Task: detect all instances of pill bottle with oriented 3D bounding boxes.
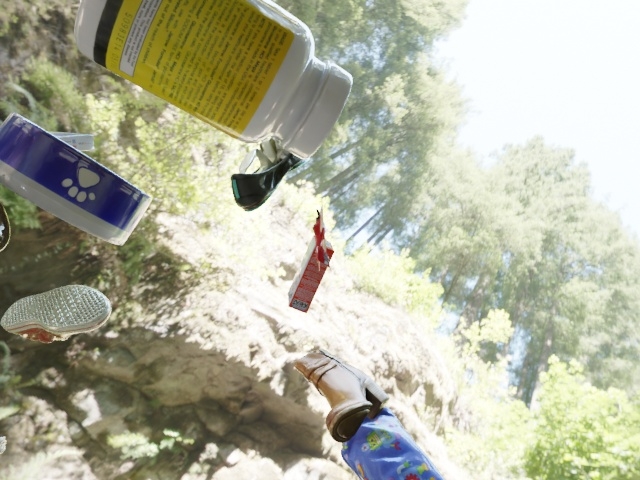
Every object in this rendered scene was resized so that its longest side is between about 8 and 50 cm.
[{"bbox_3d":[-0.132,-0.252,0.676,0.334,0.188,0.188,27,-55,-18],"label":"pill bottle"}]

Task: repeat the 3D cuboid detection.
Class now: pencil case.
[{"bbox_3d":[0.140,0.420,0.825,0.306,0.133,0.119,-134,-147,-55],"label":"pencil case"}]

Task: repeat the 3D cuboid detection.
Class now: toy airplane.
[{"bbox_3d":[0.000,0.000,1.021,0.028,0.151,0.151,-6,-69,0],"label":"toy airplane"}]

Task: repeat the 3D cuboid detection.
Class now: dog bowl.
[{"bbox_3d":[-0.437,-0.102,0.861,0.265,0.265,0.104,30,-97,12],"label":"dog bowl"}]

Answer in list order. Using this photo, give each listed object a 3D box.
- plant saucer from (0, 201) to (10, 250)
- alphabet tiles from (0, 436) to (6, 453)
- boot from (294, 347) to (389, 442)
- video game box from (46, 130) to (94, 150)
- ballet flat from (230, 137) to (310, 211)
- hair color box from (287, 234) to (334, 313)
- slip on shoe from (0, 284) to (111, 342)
[{"bbox_3d":[-0.575,-0.081,0.704,0.041,0.278,0.278,-36,-87,-1],"label":"plant saucer"},{"bbox_3d":[-0.620,0.294,0.701,0.278,0.284,0.021,-15,-120,17],"label":"alphabet tiles"},{"bbox_3d":[0.015,0.243,0.805,0.152,0.197,0.073,34,-82,24],"label":"boot"},{"bbox_3d":[-0.748,-0.261,1.308,0.205,0.187,0.048,10,-70,28],"label":"video game box"},{"bbox_3d":[-0.102,-0.165,1.058,0.095,0.280,0.096,-14,-65,31],"label":"ballet flat"},{"bbox_3d":[-0.025,0.080,1.188,0.053,0.093,0.167,23,-79,-10],"label":"hair color box"},{"bbox_3d":[-0.602,0.181,1.150,0.331,0.123,0.101,-10,-44,27],"label":"slip on shoe"}]
